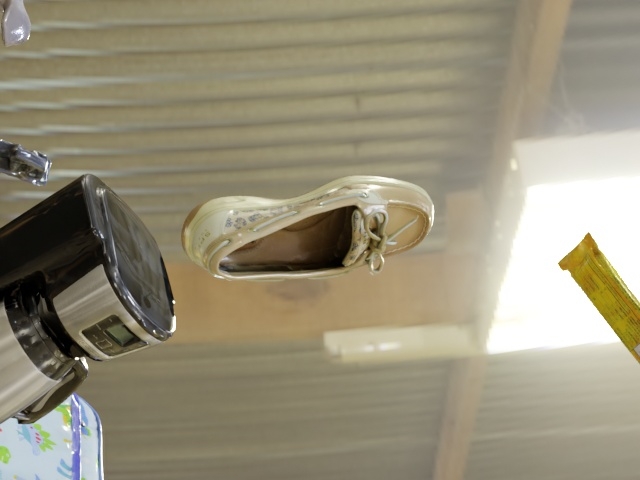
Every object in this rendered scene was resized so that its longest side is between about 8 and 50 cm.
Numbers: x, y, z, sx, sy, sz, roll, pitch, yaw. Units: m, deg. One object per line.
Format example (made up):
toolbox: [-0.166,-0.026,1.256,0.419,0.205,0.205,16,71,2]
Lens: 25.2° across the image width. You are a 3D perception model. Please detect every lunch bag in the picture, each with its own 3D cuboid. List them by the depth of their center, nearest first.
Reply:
lunch bag: [-0.272,0.199,1.248,0.176,0.219,0.090,31,-68,-24]

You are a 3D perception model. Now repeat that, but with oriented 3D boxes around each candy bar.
candy bar: [0.252,0.066,1.155,0.040,0.161,0.018,-45,-20,26]

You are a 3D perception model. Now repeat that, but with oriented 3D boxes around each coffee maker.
coffee maker: [-0.206,0.033,0.992,0.178,0.171,0.120,-29,-18,8]

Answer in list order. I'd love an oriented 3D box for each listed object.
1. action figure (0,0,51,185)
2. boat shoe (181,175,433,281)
action figure: [-0.377,-0.181,1.318,0.341,0.178,0.330,19,-26,-31]
boat shoe: [0.000,0.000,1.507,0.285,0.089,0.104,-10,-61,-22]
